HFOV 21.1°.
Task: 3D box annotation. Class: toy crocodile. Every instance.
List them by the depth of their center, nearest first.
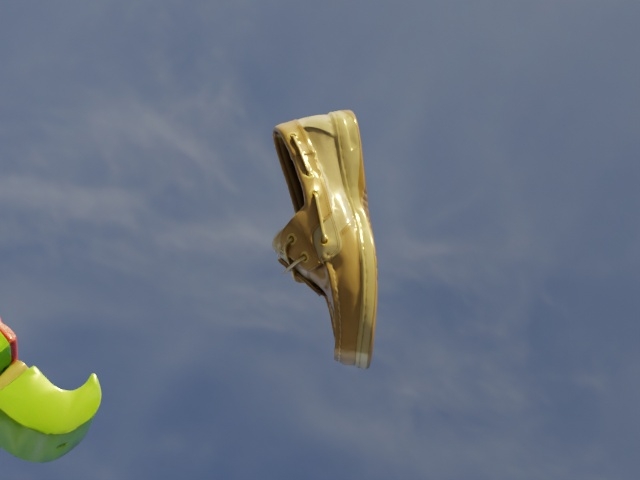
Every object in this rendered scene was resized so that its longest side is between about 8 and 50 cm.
[{"bbox_3d":[-0.320,0.058,1.340,0.340,0.115,0.105,34,-125,18],"label":"toy crocodile"}]

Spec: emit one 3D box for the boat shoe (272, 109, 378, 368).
[{"bbox_3d":[0.000,0.000,1.027,0.059,0.063,0.170,-3,-121,-6],"label":"boat shoe"}]
